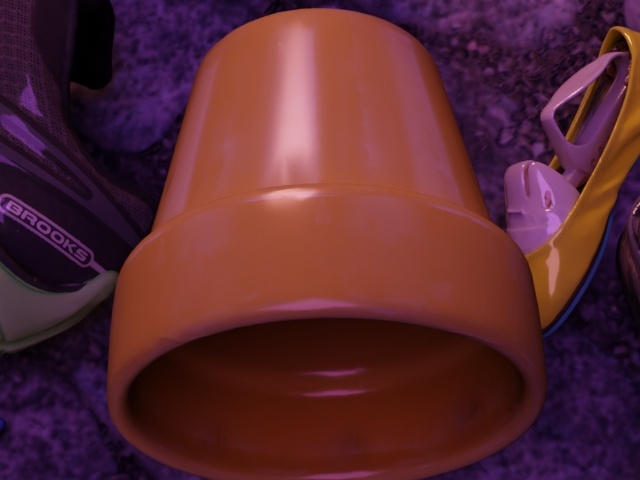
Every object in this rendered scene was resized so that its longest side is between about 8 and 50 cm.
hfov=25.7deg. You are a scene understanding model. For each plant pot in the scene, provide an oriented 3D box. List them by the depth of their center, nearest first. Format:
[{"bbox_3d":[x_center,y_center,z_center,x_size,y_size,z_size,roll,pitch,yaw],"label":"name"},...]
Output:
[{"bbox_3d":[0.000,0.000,0.865,0.254,0.254,0.239,-5,58,3],"label":"plant pot"}]

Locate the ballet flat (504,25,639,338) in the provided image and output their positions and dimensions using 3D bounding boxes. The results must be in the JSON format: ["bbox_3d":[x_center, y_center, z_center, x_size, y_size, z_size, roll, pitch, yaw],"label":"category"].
[{"bbox_3d":[0.167,-0.046,0.933,0.077,0.077,0.231,39,74,-22],"label":"ballet flat"}]

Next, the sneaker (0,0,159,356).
[{"bbox_3d":[-0.256,-0.152,0.972,0.202,0.185,0.482,-22,77,-20],"label":"sneaker"}]

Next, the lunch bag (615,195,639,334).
[{"bbox_3d":[0.338,0.011,0.816,0.305,0.256,0.212,-19,74,0],"label":"lunch bag"}]

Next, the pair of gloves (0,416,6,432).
[{"bbox_3d":[-0.318,0.125,0.941,0.198,0.023,0.159,43,83,3],"label":"pair of gloves"}]
